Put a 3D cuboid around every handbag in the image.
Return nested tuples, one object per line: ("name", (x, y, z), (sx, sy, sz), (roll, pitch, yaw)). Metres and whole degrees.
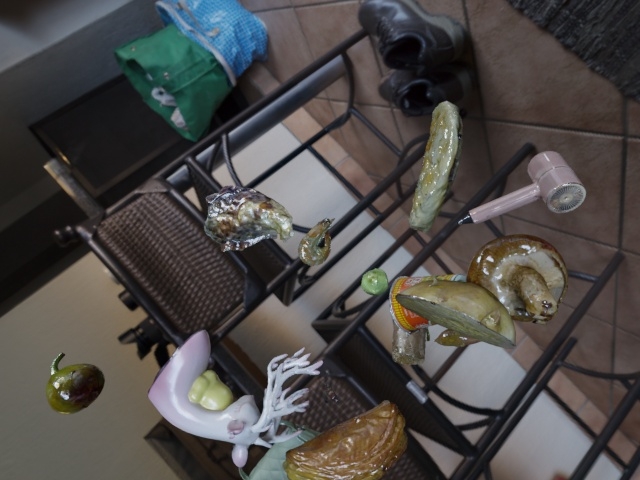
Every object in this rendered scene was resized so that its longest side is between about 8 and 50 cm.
("handbag", (-0.101, 0.581, 1.158), (0.219, 0.256, 0.079), (31, -161, -13))

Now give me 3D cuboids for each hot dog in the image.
("hot dog", (0.058, 0.453, 0.941), (0.122, 0.272, 0.196), (63, 163, 15))

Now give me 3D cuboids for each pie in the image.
("pie", (0.278, -0.174, 1.069), (0.077, 0.339, 0.339), (13, 155, 6))

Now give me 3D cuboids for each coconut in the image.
("coconut", (0.175, 0.136, 1.413), (0.087, 0.088, 0.096), (59, -157, -29))

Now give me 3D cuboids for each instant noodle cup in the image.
("instant noodle cup", (0.353, 0.187, 1.362), (0.212, 0.193, 0.193), (-18, 113, 45))

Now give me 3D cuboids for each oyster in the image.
("oyster", (-0.234, -0.071, 1.323), (0.275, 0.271, 0.100), (59, -161, 12))

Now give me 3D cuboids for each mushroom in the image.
("mushroom", (0.573, 0.107, 1.219), (0.267, 0.267, 0.255), (55, 154, -19))

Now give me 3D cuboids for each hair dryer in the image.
("hair dryer", (0.565, -0.130, 1.299), (0.106, 0.345, 0.189), (52, -154, -34))

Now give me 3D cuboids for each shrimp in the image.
("shrimp", (0.000, 0.000, 1.355), (0.099, 0.180, 0.041), (37, 156, -7))

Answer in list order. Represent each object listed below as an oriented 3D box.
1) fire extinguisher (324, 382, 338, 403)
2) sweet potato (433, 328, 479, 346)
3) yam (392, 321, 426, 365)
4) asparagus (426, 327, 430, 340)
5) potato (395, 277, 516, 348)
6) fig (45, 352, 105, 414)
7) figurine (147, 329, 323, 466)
("fire extinguisher", (0.030, 0.549, 1.558), (0.032, 0.046, 0.100), (34, 176, -16))
("sweet potato", (0.490, 0.323, 1.476), (0.226, 0.068, 0.068), (-7, 133, 21))
("yam", (0.347, 0.369, 1.706), (0.129, 0.238, 0.128), (-12, 132, 24))
("asparagus", (0.450, 0.392, 1.846), (0.018, 0.015, 0.127), (35, 159, 35))
("potato", (0.336, 0.153, 1.069), (0.299, 0.115, 0.239), (17, 168, 31))
("fig", (-0.421, 0.242, 0.736), (0.098, 0.084, 0.082), (21, 165, 13))
("figurine", (-0.171, 0.333, 0.983), (0.316, 0.284, 0.206), (38, 139, 13))
